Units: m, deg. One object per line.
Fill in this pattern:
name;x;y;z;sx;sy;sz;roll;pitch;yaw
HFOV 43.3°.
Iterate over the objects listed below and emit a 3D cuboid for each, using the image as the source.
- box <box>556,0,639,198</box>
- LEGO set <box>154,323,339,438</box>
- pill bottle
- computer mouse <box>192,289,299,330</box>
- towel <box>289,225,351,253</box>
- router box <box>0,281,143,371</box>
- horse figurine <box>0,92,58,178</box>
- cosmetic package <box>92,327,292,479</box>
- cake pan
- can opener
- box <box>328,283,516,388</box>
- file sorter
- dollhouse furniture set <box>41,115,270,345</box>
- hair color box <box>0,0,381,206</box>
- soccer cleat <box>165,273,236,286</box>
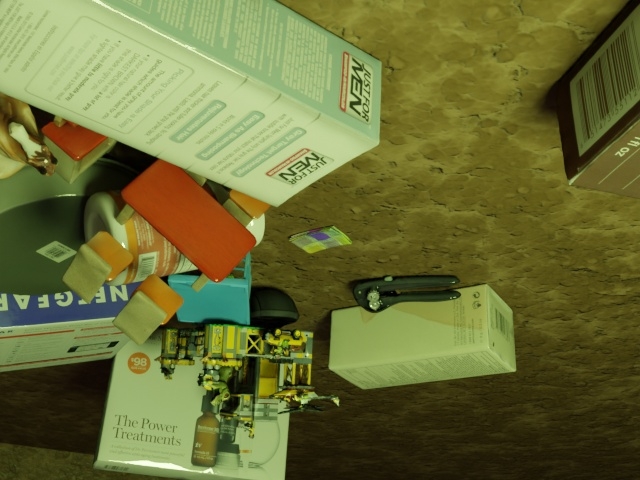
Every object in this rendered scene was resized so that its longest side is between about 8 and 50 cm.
box;0.459;-0.120;0.822;0.382;0.143;0.191;8;153;-13
LEGO set;-0.149;0.254;1.421;0.255;0.192;0.331;10;168;-36
pill bottle;-0.188;-0.018;1.059;0.216;0.121;0.121;-12;165;-34
computer mouse;-0.142;0.128;1.479;0.184;0.060;0.262;4;165;-10
towel;0.000;0.000;1.255;0.083;0.009;0.060;-14;148;31
router box;-0.496;0.152;1.429;0.336;0.082;0.301;-3;159;-32
horse figurine;-0.368;-0.126;0.883;0.174;0.066;0.263;51;148;-15
cosmetic package;-0.253;0.343;1.666;0.377;0.284;0.097;12;151;-17
cake pan;-0.368;-0.009;1.121;0.293;0.054;0.293;-16;153;-9
can opener;0.145;0.083;1.370;0.186;0.073;0.059;-9;112;17
box;0.182;0.182;1.470;0.311;0.121;0.148;-12;150;28
file sorter;-0.169;0.055;1.281;0.118;0.104;0.170;4;154;-2
dollhouse furniture set;-0.188;-0.061;0.917;0.259;0.262;0.135;42;142;-5
hair color box;-0.138;-0.174;0.813;0.375;0.113;0.185;22;148;-32
soccer cleat;-0.221;0.102;1.414;0.179;0.072;0.060;-7;152;19
